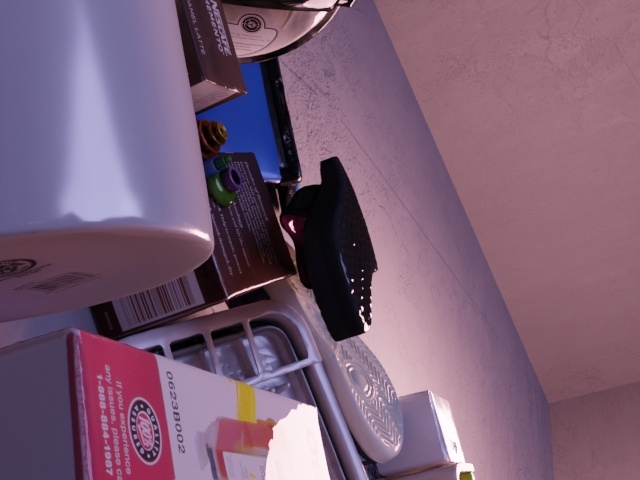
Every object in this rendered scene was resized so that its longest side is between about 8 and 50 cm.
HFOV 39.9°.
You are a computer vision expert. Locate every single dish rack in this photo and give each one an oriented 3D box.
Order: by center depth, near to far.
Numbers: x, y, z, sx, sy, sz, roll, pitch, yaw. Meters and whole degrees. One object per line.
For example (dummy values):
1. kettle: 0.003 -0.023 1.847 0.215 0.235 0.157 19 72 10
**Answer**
1. dish rack: -0.091 0.248 0.980 0.285 0.072 0.333 -12 74 -43

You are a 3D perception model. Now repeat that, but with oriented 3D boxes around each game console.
1. game console: -0.141 -0.203 1.468 0.250 0.173 0.293 106 -25 -69

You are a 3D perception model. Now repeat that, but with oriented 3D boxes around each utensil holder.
1. utensil holder: -0.266 -0.150 0.688 0.327 0.327 0.386 16 59 -65

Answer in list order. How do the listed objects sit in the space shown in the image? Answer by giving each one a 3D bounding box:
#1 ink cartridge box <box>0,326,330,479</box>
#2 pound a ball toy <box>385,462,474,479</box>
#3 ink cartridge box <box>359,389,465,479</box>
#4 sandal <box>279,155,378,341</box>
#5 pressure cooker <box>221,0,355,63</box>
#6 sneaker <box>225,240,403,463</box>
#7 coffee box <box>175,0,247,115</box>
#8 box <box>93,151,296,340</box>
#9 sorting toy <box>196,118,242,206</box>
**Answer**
1. ink cartridge box: -0.118 0.250 0.673 0.384 0.160 0.279 37 37 -61
2. pound a ball toy: 0.102 0.413 1.129 0.135 0.319 0.208 26 49 -62
3. ink cartridge box: 0.069 0.290 1.238 0.172 0.237 0.100 42 34 -68
4. sandal: -0.001 -0.002 1.094 0.446 0.107 0.168 -68 141 -77
5. pressure cooker: -0.129 -0.461 1.235 0.375 0.369 0.420 49 26 -39
6. sneaker: -0.030 0.161 1.166 0.350 0.148 0.131 56 21 23
7. coffee box: -0.218 -0.179 0.932 0.098 0.246 0.141 -1 74 -68
8. box: -0.160 0.001 1.035 0.167 0.168 0.203 70 20 1
9. sorting toy: -0.107 -0.087 0.946 0.102 0.042 0.061 62 21 -17
